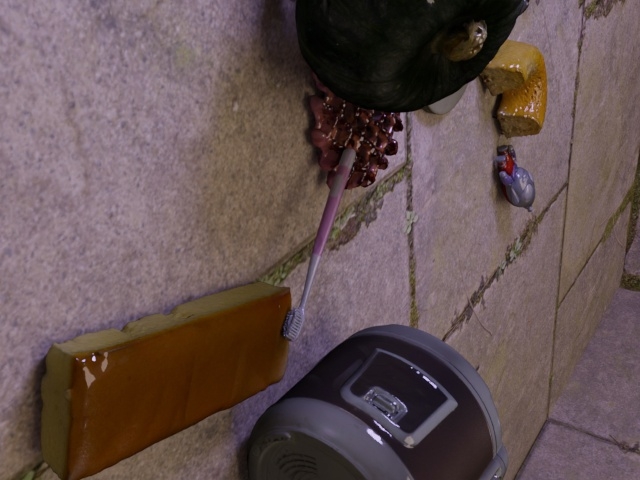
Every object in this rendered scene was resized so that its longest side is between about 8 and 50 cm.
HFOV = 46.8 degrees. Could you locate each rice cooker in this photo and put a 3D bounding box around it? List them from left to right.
[{"bbox_3d":[0.094,0.311,1.118,0.325,0.335,0.335,-32,129,-46],"label":"rice cooker"}]

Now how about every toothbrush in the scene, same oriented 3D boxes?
[{"bbox_3d":[0.000,0.000,1.011,0.025,0.020,0.287,45,59,-58],"label":"toothbrush"}]

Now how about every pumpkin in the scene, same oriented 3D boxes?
[{"bbox_3d":[0.117,-0.283,0.902,0.300,0.207,0.300,-33,160,-13],"label":"pumpkin"}]

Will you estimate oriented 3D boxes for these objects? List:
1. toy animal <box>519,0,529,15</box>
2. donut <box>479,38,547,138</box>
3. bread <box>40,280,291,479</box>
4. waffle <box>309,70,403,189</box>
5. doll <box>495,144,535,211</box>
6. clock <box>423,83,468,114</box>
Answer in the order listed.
[{"bbox_3d":[0.312,-0.550,1.253,0.168,0.106,0.343,-54,143,-72],"label":"toy animal"},{"bbox_3d":[0.424,-0.348,1.592,0.259,0.101,0.152,45,59,-51],"label":"donut"},{"bbox_3d":[-0.166,0.148,0.873,0.361,0.077,0.138,-14,115,-55],"label":"bread"},{"bbox_3d":[0.058,-0.188,1.111,0.221,0.055,0.234,-38,129,-41],"label":"waffle"},{"bbox_3d":[0.466,-0.137,1.762,0.227,0.075,0.102,50,51,-40],"label":"doll"},{"bbox_3d":[0.226,-0.346,1.335,0.235,0.029,0.235,-32,131,-47],"label":"clock"}]
